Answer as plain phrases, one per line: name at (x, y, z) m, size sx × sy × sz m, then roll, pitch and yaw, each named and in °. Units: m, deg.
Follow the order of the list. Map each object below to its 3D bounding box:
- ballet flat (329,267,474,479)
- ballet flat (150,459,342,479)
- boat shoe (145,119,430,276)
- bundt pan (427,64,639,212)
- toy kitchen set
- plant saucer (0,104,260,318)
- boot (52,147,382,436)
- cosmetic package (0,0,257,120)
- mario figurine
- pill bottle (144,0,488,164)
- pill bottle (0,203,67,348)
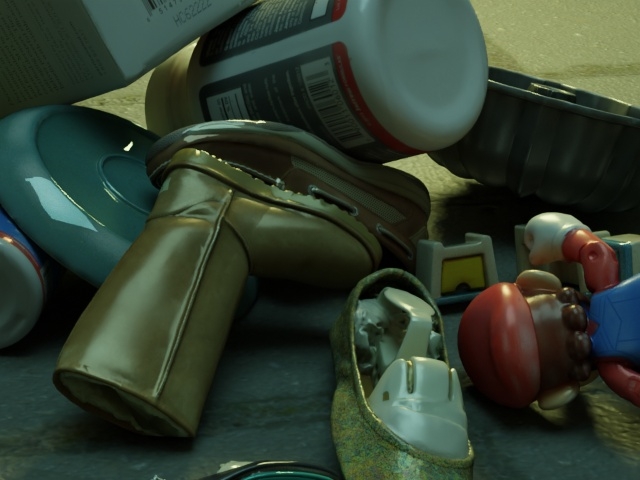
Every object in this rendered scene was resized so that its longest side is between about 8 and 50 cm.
ballet flat at (0.071, 0.127, 1.295) m, size 0.123 × 0.123 × 0.348 m, roll 1°, pitch 25°, yaw -6°
ballet flat at (-0.082, 0.202, 1.184) m, size 0.203 × 0.074 × 0.074 m, roll -12°, pitch 30°, yaw -26°
boat shoe at (-0.022, -0.032, 1.543) m, size 0.324 × 0.123 × 0.116 m, roll 14°, pitch 59°, yaw -26°
bundt pan at (0.256, -0.119, 1.782) m, size 0.330 × 0.124 × 0.331 m, roll 13°, pitch 12°, yaw -3°
toy kitchen set at (0.212, 0.058, 1.517) m, size 0.166 × 0.122 × 0.207 m, roll -8°, pitch 8°, yaw -23°
plant saucer at (-0.186, -0.041, 1.534) m, size 0.317 × 0.044 × 0.317 m, roll 29°, pitch 25°, yaw -15°
boot at (-0.086, 0.068, 1.382) m, size 0.236 × 0.089 × 0.269 m, roll 22°, pitch 51°, yaw -3°
cosmetic package at (-0.299, -0.253, 1.729) m, size 0.230 × 0.161 × 0.453 m, roll -39°, pitch 20°, yaw -35°
mario figurine at (0.282, 0.075, 1.389) m, size 0.320 × 0.170 × 0.198 m, roll -11°, pitch 40°, yaw 21°
pill bottle at (-0.015, -0.170, 1.673) m, size 0.363 × 0.210 × 0.210 m, roll -11°, pitch 9°, yaw 44°
pill bottle at (-0.305, 0.004, 1.498) m, size 0.124 × 0.124 × 0.221 m, roll 6°, pitch 25°, yaw 3°
